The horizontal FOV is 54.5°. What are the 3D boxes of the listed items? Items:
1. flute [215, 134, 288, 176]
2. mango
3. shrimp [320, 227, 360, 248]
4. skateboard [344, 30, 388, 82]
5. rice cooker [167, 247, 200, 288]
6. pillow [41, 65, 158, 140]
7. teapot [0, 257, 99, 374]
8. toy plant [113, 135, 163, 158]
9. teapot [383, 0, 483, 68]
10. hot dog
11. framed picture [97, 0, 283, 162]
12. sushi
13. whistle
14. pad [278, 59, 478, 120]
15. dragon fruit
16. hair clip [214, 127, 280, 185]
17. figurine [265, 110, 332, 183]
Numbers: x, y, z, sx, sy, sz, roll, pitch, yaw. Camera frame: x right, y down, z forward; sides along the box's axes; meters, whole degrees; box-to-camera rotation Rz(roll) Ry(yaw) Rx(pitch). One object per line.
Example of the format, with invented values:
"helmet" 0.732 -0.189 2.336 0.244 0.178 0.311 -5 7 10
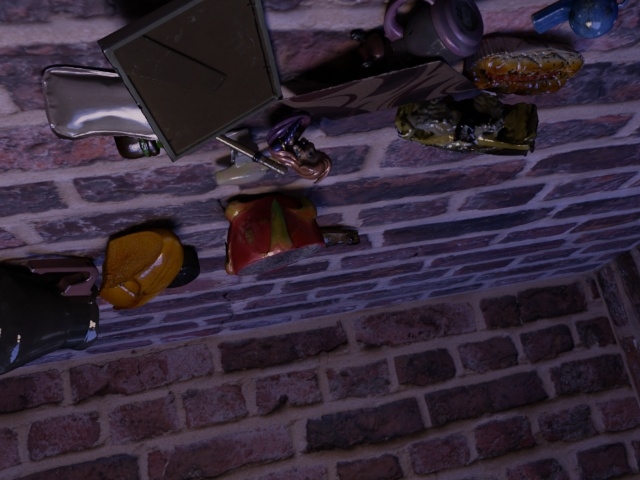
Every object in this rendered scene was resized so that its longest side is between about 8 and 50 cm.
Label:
"flute" -0.167 -0.191 1.275 0.233 0.027 0.027 26 145 -24
"mango" -0.507 0.065 1.752 0.350 0.201 0.199 -34 -171 33
"shrimp" 0.000 0.001 2.046 0.253 0.058 0.173 0 167 -22
"skateboard" 0.091 -0.326 1.143 0.080 0.067 0.151 -19 168 -11
"rice cooker" -0.448 0.085 1.934 0.165 0.106 0.112 -19 161 34
"pillow" -0.353 -0.235 1.076 0.232 0.038 0.131 -4 120 -19
"teapot" -0.834 0.201 1.829 0.361 0.305 0.376 1 130 -56
"toy plant" -0.304 -0.209 1.174 0.162 0.093 0.093 -11 162 -3
"teapot" 0.179 -0.346 1.042 0.148 0.116 0.146 -1 170 -39
"hot dog" 0.400 -0.343 1.239 0.267 0.075 0.144 -6 161 -20
"framed picture" -0.188 -0.271 1.018 0.247 0.022 0.335 -32 160 -7
"sushi" 0.300 -0.256 1.276 0.290 0.139 0.131 9 167 22
"whistle" 0.468 -0.396 1.111 0.158 0.090 0.090 -23 159 29
"pad" 0.112 -0.278 1.184 0.330 0.004 0.220 -6 177 31
"dragon fruit" -0.131 -0.026 1.701 0.290 0.189 0.290 -15 169 -3
"hair clip" -0.163 -0.178 1.407 0.159 0.071 0.218 -11 166 -10
"figurine" -0.047 -0.191 1.306 0.114 0.157 0.126 -19 -159 31
